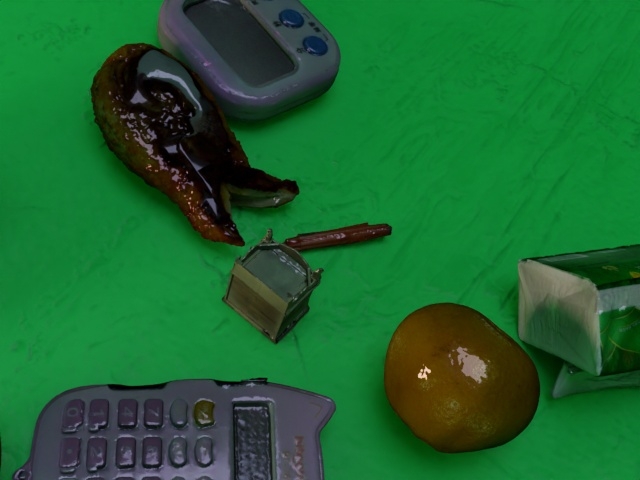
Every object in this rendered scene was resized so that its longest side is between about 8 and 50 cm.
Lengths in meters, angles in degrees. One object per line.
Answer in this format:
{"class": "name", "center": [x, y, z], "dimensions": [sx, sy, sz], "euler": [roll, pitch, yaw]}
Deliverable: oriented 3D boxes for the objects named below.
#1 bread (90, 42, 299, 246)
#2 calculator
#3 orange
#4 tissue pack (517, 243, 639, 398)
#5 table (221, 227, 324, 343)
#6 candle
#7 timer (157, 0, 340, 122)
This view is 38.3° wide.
{"class": "bread", "center": [-0.154, -0.106, 1.027], "dimensions": [0.139, 0.095, 0.269], "euler": [-38, 88, -31]}
{"class": "calculator", "center": [-0.127, 0.218, 0.841], "dimensions": [0.294, 0.043, 0.194], "euler": [2, 57, -11]}
{"class": "orange", "center": [0.135, 0.139, 0.908], "dimensions": [0.159, 0.159, 0.136], "euler": [37, 95, 10]}
{"class": "tissue pack", "center": [0.342, 0.092, 1.004], "dimensions": [0.209, 0.148, 0.156], "euler": [-6, 99, -21]}
{"class": "table", "center": [-0.049, 0.045, 0.950], "dimensions": [0.079, 0.083, 0.062], "euler": [37, 56, 11]}
{"class": "candle", "center": [0.000, 0.000, 1.035], "dimensions": [0.167, 0.021, 0.026], "euler": [-10, 34, -20]}
{"class": "timer", "center": [-0.089, -0.242, 1.143], "dimensions": [0.191, 0.069, 0.208], "euler": [-28, 69, -30]}
